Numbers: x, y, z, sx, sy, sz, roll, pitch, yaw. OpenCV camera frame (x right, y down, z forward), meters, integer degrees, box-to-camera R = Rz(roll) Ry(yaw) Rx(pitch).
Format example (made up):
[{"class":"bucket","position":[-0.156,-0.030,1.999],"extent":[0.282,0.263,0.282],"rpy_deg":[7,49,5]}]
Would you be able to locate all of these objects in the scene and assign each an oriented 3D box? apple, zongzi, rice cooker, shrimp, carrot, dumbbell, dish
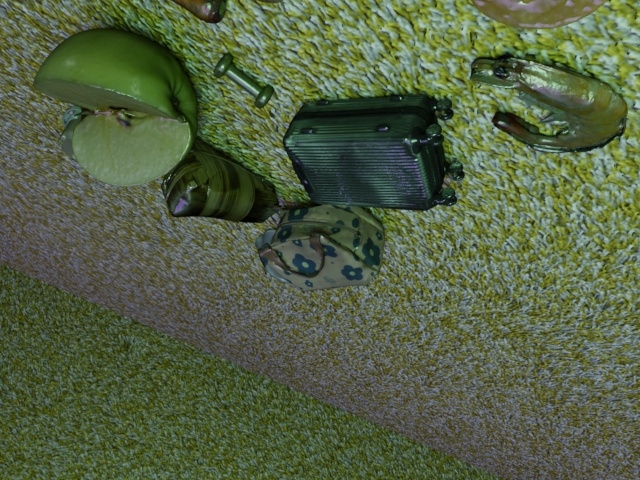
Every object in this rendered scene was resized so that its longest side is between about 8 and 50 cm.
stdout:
[{"class":"apple","position":[-0.380,-0.276,1.001],"extent":[0.257,0.233,0.295],"rpy_deg":[-1,141,11]},{"class":"zongzi","position":[-0.259,-0.169,1.211],"extent":[0.286,0.288,0.134],"rpy_deg":[10,129,-47]},{"class":"rice cooker","position":[-0.551,-0.242,1.263],"extent":[0.206,0.127,0.145],"rpy_deg":[34,147,-29]},{"class":"shrimp","position":[0.344,-0.205,0.788],"extent":[0.253,0.058,0.173],"rpy_deg":[19,156,6]},{"class":"carrot","position":[-0.236,-0.426,0.859],"extent":[0.161,0.055,0.055],"rpy_deg":[31,148,4]},{"class":"dumbbell","position":[-0.148,-0.307,0.972],"extent":[0.118,0.046,0.052],"rpy_deg":[35,152,-17]},{"class":"dish","position":[-0.099,0.068,1.450],"extent":[0.229,0.081,0.229],"rpy_deg":[17,147,12]}]

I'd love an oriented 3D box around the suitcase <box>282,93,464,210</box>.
[{"class":"suitcase","position":[0.097,-0.160,0.941],"extent":[0.312,0.128,0.202],"rpy_deg":[4,142,29]}]

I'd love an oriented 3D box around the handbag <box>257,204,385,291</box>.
[{"class":"handbag","position":[0.000,0.000,1.171],"extent":[0.251,0.190,0.193],"rpy_deg":[-11,145,40]}]

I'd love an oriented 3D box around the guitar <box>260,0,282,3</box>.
[{"class":"guitar","position":[-0.096,-0.470,0.705],"extent":[0.084,0.038,0.271],"rpy_deg":[13,149,17]}]

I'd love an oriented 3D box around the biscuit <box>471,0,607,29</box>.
[{"class":"biscuit","position":[0.227,-0.406,0.570],"extent":[0.355,0.052,0.275],"rpy_deg":[41,145,-26]}]
